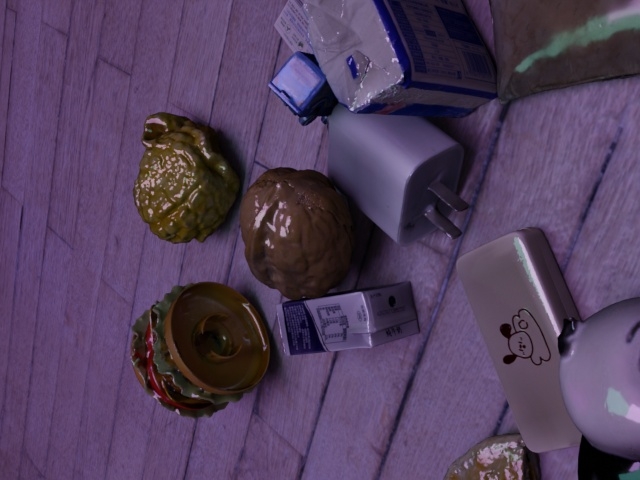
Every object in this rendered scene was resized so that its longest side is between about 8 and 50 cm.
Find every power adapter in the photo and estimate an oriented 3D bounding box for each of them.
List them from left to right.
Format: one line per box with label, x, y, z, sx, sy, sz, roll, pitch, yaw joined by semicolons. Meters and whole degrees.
power adapter;0.134;-0.102;1.146;0.255;0.124;0.187;43;151;31

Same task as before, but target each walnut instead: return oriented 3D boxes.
walnut;-0.040;-0.013;1.209;0.198;0.198;0.245;36;152;35

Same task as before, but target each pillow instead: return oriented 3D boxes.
pillow;0.358;-0.293;0.960;0.302;0.075;0.185;-2;96;46

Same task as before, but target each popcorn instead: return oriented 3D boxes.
popcorn;-0.282;-0.135;1.557;0.225;0.173;0.286;1;86;29

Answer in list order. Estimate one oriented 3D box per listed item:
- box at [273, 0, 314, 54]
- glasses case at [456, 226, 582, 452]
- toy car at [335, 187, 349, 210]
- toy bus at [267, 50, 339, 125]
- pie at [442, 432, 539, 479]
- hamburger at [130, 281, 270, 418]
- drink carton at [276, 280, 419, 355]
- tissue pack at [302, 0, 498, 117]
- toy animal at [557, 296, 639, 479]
box;0.018;-0.369;1.285;0.194;0.073;0.139;57;130;22
glasses case;0.315;0.144;1.067;0.131;0.070;0.313;-30;75;43
toy car;0.000;0.000;1.356;0.095;0.056;0.205;13;84;45
toy bus;-0.001;-0.238;1.133;0.094;0.236;0.079;-41;87;20
pie;0.317;0.465;1.107;0.337;0.075;0.338;9;102;44
hamburger;-0.261;0.232;1.511;0.212;0.274;0.274;-34;72;40
drink carton;0.047;0.138;1.287;0.222;0.134;0.102;-14;83;44
tissue pack;0.122;-0.278;1.057;0.137;0.269;0.209;-36;73;38
toy animal;0.409;0.223;0.871;0.251;0.251;0.310;-23;75;44
